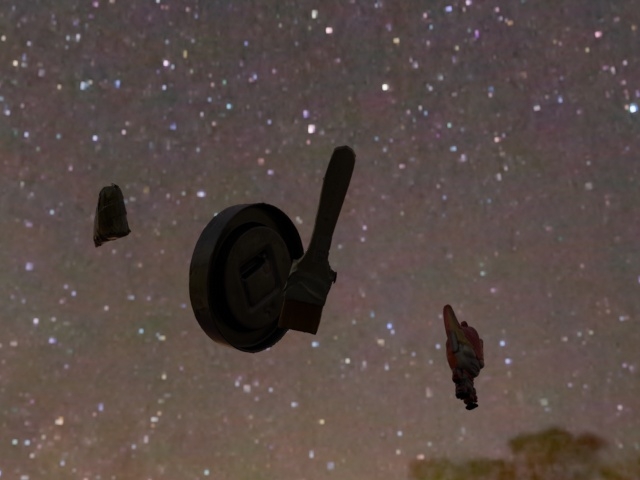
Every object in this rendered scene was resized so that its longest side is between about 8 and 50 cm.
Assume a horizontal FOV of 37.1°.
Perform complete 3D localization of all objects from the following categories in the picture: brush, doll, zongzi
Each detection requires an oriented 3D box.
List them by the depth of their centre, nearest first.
[{"bbox_3d":[0.229,0.193,1.526,0.057,0.169,0.109,-24,-55,32],"label":"doll"},{"bbox_3d":[0.000,0.000,1.623,0.085,0.336,0.020,14,13,0],"label":"brush"},{"bbox_3d":[-0.423,-0.049,1.864,0.055,0.109,0.119,-3,-9,-40],"label":"zongzi"}]

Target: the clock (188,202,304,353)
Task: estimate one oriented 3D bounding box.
[{"bbox_3d":[-0.150,0.078,2.023,0.066,0.318,0.319,3,-21,37],"label":"clock"}]
